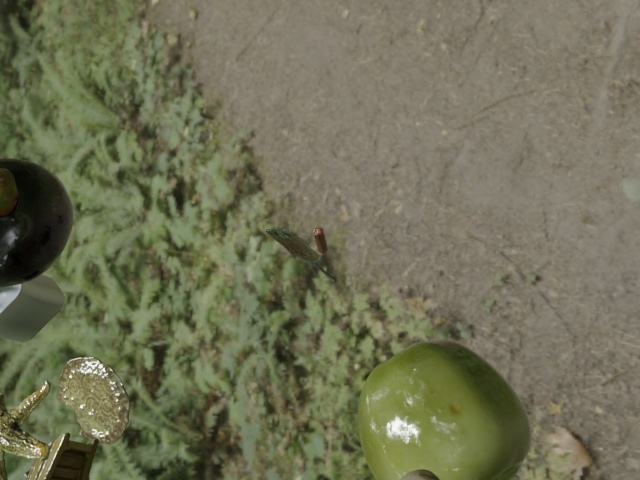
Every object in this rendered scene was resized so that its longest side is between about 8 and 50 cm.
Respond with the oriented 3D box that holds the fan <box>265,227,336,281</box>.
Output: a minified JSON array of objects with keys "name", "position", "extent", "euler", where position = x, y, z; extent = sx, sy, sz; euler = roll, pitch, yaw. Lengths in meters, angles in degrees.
[{"name":"fan","position":[-0.034,0.036,1.862],"extent":[0.132,0.220,0.009],"euler":[7,60,53]}]

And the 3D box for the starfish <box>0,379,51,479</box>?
[{"name":"starfish","position":[-0.455,0.280,1.171],"extent":[0.208,0.053,0.176],"euler":[28,79,40]}]

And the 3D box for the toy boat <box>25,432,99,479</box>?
[{"name":"toy boat","position":[-0.505,0.568,1.418],"extent":[0.162,0.136,0.445],"euler":[-1,71,47]}]

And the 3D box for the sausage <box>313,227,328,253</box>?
[{"name":"sausage","position":[0.001,0.000,2.179],"extent":[0.147,0.030,0.035],"euler":[76,-174,-69]}]

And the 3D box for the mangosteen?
[{"name":"mangosteen","position":[-0.649,-0.044,1.579],"extent":[0.275,0.302,0.275],"euler":[-3,77,15]}]

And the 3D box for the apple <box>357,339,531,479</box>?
[{"name":"apple","position":[0.239,0.376,1.601],"extent":[0.357,0.357,0.357],"euler":[-22,63,51]}]

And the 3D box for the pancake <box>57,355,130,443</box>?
[{"name":"pancake","position":[-0.565,0.399,1.978],"extent":[0.212,0.029,0.235],"euler":[-25,87,26]}]

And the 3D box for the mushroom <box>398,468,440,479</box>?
[{"name":"mushroom","position":[0.026,0.477,1.261],"extent":[0.126,0.397,0.177],"euler":[-115,15,-77]}]

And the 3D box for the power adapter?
[{"name":"power adapter","position":[-0.820,0.159,2.063],"extent":[0.187,0.255,0.124],"euler":[-45,67,1]}]
